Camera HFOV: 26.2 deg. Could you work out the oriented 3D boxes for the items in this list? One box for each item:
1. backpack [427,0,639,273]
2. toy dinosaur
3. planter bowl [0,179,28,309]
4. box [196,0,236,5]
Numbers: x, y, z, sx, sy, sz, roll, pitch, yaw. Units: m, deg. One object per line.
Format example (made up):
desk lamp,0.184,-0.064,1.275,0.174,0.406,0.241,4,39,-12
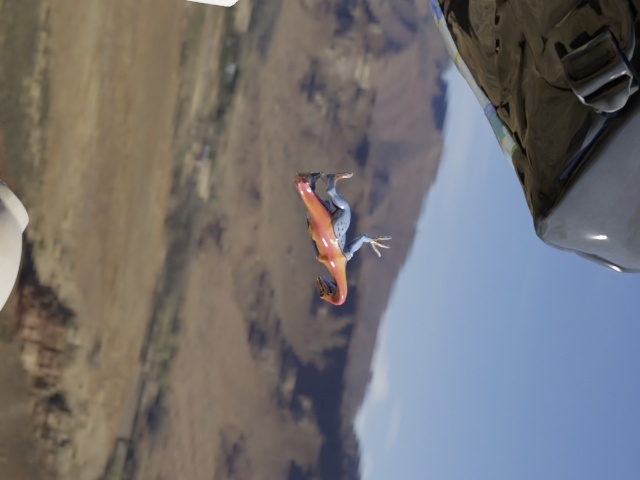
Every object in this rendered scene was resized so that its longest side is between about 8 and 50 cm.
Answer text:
backpack,0.191,-0.178,0.820,0.290,0.273,0.355,-54,-137,17
toy dinosaur,0.000,0.000,0.821,0.090,0.047,0.082,-9,99,-55
planter bowl,-0.322,-0.007,1.190,0.109,0.162,0.162,-53,171,-24
box,-0.073,-0.303,1.094,0.232,0.148,0.127,-31,-115,45
